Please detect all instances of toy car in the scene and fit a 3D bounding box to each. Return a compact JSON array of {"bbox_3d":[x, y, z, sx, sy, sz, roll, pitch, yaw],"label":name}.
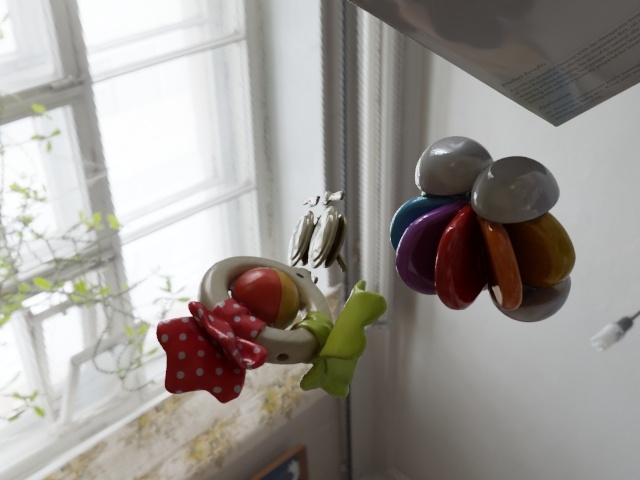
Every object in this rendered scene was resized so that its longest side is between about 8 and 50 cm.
[{"bbox_3d":[0.136,0.003,0.747,0.182,0.136,0.159,32,-33,53],"label":"toy car"}]

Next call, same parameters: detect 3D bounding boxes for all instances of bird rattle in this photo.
[{"bbox_3d":[-0.066,0.096,0.928,0.207,0.253,0.143,-117,-145,-50],"label":"bird rattle"}]

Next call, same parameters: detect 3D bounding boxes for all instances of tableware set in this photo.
[{"bbox_3d":[0.000,0.000,1.131,0.194,0.039,0.128,180,-72,-73],"label":"tableware set"}]

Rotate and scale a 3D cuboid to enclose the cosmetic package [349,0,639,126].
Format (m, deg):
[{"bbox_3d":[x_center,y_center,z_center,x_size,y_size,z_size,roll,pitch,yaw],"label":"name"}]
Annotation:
[{"bbox_3d":[0.166,-0.269,0.729,0.197,0.365,0.155,-27,-132,46],"label":"cosmetic package"}]
